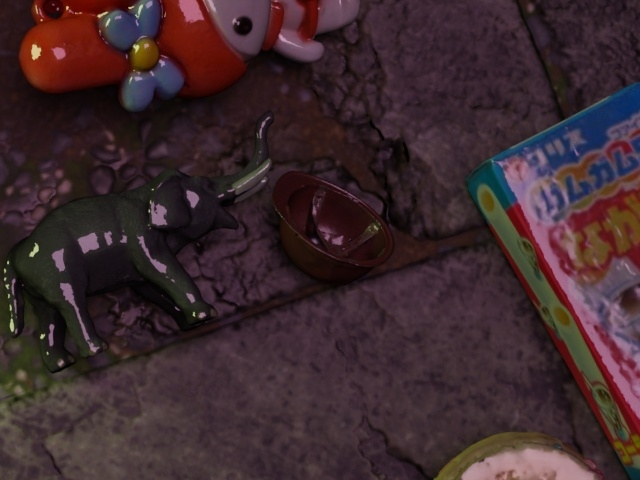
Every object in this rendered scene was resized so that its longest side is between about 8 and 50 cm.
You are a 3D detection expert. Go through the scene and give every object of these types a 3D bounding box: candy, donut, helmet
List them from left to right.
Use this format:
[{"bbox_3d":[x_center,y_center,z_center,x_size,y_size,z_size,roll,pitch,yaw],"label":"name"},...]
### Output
[{"bbox_3d":[0.000,0.000,1.598,0.111,0.057,0.089,34,40,4],"label":"helmet"},{"bbox_3d":[0.159,0.239,1.573,0.175,0.068,0.174,1,81,-9],"label":"donut"},{"bbox_3d":[0.265,0.038,1.615,0.157,0.100,0.306,-27,84,-13],"label":"candy"}]

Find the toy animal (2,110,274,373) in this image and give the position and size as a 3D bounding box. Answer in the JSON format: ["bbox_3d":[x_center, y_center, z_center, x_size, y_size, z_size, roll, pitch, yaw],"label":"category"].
[{"bbox_3d":[-0.128,0.010,1.560,0.269,0.082,0.137,-26,85,-13],"label":"toy animal"}]

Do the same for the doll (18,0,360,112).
[{"bbox_3d":[-0.110,-0.191,1.578,0.290,0.130,0.161,-13,87,-27],"label":"doll"}]
